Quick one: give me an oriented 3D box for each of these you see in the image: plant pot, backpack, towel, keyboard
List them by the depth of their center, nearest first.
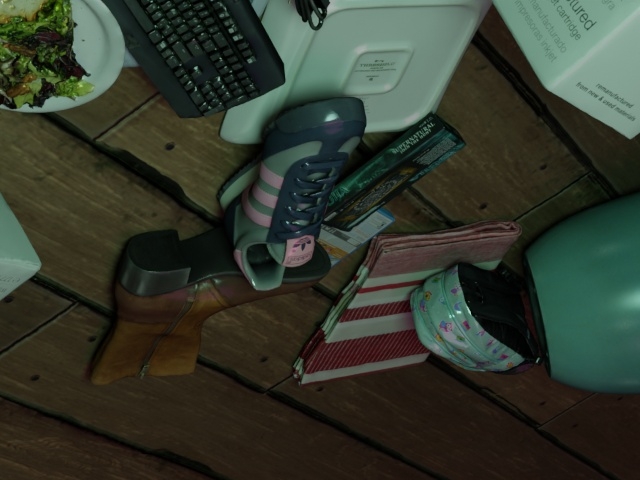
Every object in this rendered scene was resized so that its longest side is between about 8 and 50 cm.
[{"bbox_3d":[-0.095,-0.228,1.439,0.202,0.033,0.317,-28,149,4],"label":"keyboard"},{"bbox_3d":[0.207,0.105,2.075,0.115,0.152,0.182,-34,145,22],"label":"backpack"},{"bbox_3d":[0.411,0.082,2.122,0.235,0.293,0.293,-12,148,3],"label":"plant pot"},{"bbox_3d":[0.115,0.088,2.150,0.237,0.037,0.329,-6,146,-31],"label":"towel"}]

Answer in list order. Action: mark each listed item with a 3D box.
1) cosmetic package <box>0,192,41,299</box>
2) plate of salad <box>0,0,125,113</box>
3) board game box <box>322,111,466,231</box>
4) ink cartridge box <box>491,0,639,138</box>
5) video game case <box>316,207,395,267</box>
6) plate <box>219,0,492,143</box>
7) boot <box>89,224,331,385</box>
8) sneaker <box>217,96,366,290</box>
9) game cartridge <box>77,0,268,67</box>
[{"bbox_3d":[-0.504,0.067,1.534,0.385,0.156,0.217,-38,161,18],"label":"cosmetic package"},{"bbox_3d":[-0.280,-0.177,1.416,0.200,0.048,0.199,1,143,1],"label":"plate of salad"},{"bbox_3d":[0.081,-0.078,1.828,0.186,0.026,0.126,-36,166,11],"label":"board game box"},{"bbox_3d":[0.336,-0.338,1.427,0.395,0.285,0.166,-42,143,23],"label":"ink cartridge box"},{"bbox_3d":[0.000,0.000,1.955,0.166,0.015,0.119,-37,147,18],"label":"video game case"},{"bbox_3d":[0.053,-0.198,1.671,0.277,0.045,0.278,-7,145,-28],"label":"plate"},{"bbox_3d":[-0.140,0.098,1.923,0.264,0.096,0.280,-9,146,-23],"label":"boot"},{"bbox_3d":[-0.020,-0.047,1.690,0.112,0.131,0.319,-6,161,-22],"label":"sneaker"},{"bbox_3d":[-0.126,-0.275,1.426,0.196,0.060,0.294,-14,147,-25],"label":"game cartridge"}]
